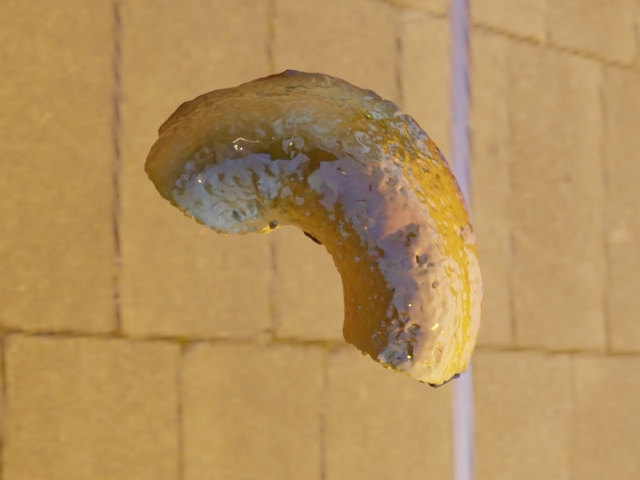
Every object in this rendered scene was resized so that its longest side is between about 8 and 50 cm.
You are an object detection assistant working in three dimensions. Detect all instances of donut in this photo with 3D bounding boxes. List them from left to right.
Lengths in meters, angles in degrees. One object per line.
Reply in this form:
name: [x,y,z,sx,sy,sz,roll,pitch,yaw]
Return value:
donut: [0.000,0.000,0.461,0.038,0.067,0.083,-20,94,-80]
